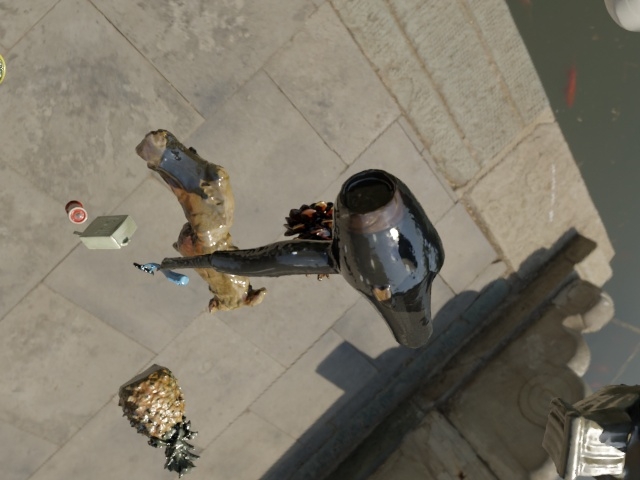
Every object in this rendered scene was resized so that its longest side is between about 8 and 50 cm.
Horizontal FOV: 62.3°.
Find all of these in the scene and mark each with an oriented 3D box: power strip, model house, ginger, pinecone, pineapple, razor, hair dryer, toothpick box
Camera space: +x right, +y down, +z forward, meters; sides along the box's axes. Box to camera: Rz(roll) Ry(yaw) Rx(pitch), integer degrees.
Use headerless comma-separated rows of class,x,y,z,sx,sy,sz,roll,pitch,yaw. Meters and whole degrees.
power strip,-0.495,-0.019,1.196,0.042,0.175,0.075,65,36,-37
model house,0.316,0.190,0.460,0.188,0.229,0.122,15,72,-47
ginger,-0.168,-0.025,0.765,0.084,0.122,0.290,-44,121,-51
pinecone,0.004,0.005,1.753,0.264,0.264,0.264,-10,119,-20
pineapple,-0.270,0.318,0.914,0.108,0.108,0.198,-24,95,-11
razor,-0.492,0.100,1.659,0.082,0.253,0.042,35,74,-43
hair dryer,-0.028,0.041,0.656,0.359,0.120,0.304,-1,146,16
toothpick box,-0.654,-0.077,1.416,0.047,0.083,0.047,-11,113,-28

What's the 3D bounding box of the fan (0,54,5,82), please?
fan,-0.683,-0.387,1.064,0.039,0.082,0.155,22,117,15

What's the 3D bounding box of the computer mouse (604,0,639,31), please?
computer mouse,0.513,-0.367,0.736,0.296,0.121,0.184,-4,109,-18
